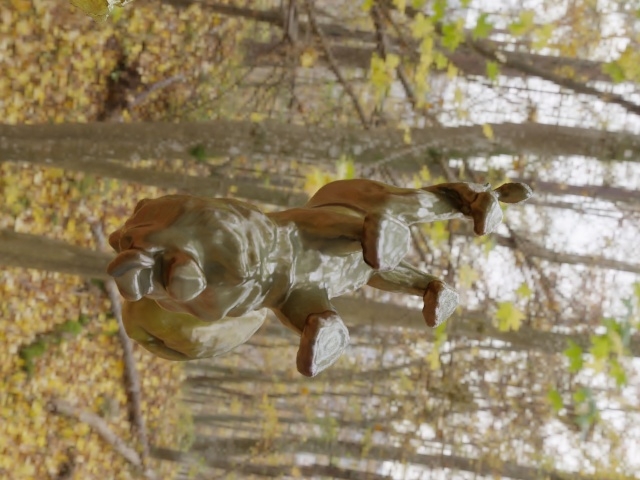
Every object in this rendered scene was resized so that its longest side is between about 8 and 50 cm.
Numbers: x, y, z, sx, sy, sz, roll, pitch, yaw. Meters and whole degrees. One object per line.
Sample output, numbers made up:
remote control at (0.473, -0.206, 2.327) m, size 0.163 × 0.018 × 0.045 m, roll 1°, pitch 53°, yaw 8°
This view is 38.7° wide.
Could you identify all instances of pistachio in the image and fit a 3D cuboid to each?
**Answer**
pistachio at (-0.118, 0.076, 0.949) m, size 0.189 × 0.110 × 0.100 m, roll -11°, pitch 108°, yaw -56°

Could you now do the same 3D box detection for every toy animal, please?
toy animal at (0.000, 0.000, 0.603) m, size 0.312 × 0.157 × 0.097 m, roll -16°, pitch 123°, yaw -53°

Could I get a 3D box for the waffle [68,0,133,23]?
waffle at (-0.105, -0.205, 0.403) m, size 0.211 × 0.160 × 0.055 m, roll -61°, pitch 180°, yaw -38°
